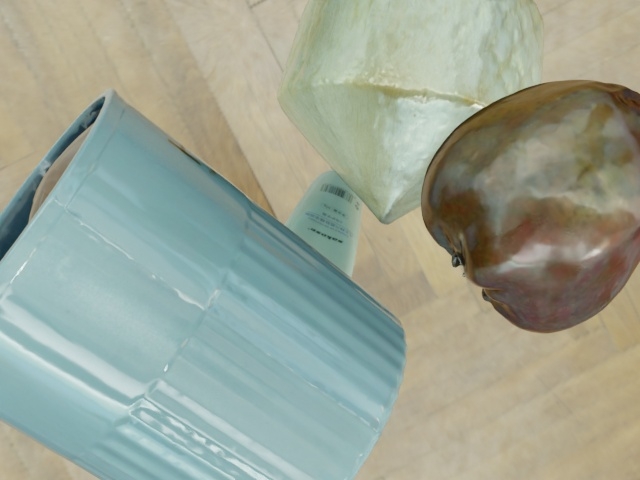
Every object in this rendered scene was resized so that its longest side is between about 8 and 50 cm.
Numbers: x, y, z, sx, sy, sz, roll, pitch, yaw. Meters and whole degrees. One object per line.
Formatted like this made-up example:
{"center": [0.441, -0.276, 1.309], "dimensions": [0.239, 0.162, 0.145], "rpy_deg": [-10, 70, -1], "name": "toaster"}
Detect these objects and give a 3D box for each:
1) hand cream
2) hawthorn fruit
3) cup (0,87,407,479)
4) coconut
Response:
{"center": [0.000, 0.000, 1.465], "dimensions": [0.109, 0.320, 0.067], "rpy_deg": [28, 117, -4], "name": "hand cream"}
{"center": [0.221, -0.045, 1.078], "dimensions": [0.248, 0.208, 0.208], "rpy_deg": [-37, 100, 2], "name": "hawthorn fruit"}
{"center": [-0.139, 0.093, 0.983], "dimensions": [0.311, 0.257, 0.331], "rpy_deg": [36, 131, -17], "name": "cup"}
{"center": [0.101, -0.174, 1.376], "dimensions": [0.329, 0.329, 0.328], "rpy_deg": [-1, 100, -3], "name": "coconut"}
